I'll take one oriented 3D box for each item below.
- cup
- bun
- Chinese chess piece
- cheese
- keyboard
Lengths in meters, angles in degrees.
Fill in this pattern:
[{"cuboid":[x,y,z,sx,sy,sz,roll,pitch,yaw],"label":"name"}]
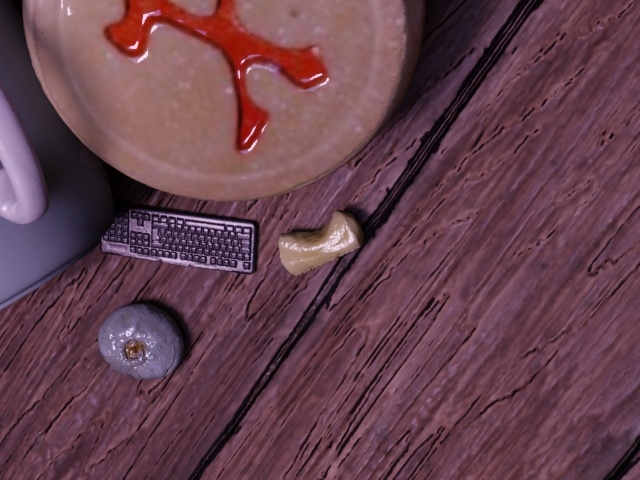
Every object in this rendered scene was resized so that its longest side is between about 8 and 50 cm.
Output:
[{"cuboid":[-0.317,-0.076,1.683,0.274,0.259,0.357,60,156,-10],"label":"cup"},{"cuboid":[-0.171,0.097,1.838,0.083,0.045,0.083,6,112,14],"label":"bun"},{"cuboid":[-0.081,-0.197,1.633,0.338,0.140,0.338,1,119,1],"label":"Chinese chess piece"},{"cuboid":[0.000,0.000,1.768,0.083,0.030,0.044,-26,103,27],"label":"cheese"},{"cuboid":[-0.135,-0.002,1.818,0.155,0.010,0.053,7,108,14],"label":"keyboard"}]
